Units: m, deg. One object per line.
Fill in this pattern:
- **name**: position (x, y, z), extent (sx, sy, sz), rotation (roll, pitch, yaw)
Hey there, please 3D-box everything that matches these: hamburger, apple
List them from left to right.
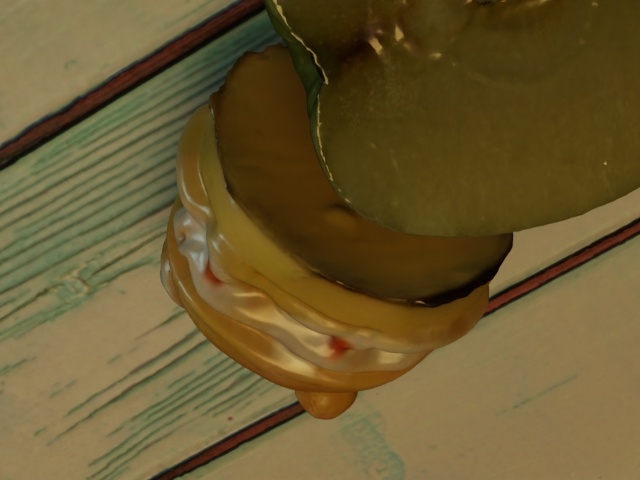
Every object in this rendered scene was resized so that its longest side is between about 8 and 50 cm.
- **hamburger**: position (0.000, 0.000, 1.155), extent (0.276, 0.276, 0.237), rotation (11, 141, -15)
- **apple**: position (0.121, -0.197, 0.990), extent (0.360, 0.320, 0.311), rotation (-27, 156, -9)
